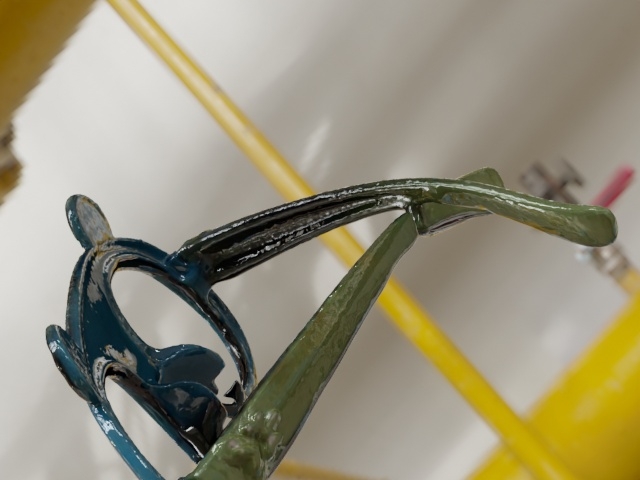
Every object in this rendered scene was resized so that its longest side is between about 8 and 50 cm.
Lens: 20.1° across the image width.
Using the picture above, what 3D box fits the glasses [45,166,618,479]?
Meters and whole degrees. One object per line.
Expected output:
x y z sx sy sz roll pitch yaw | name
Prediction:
0.008 0.035 0.689 0.207 0.239 0.102 -10 -71 1 | glasses
